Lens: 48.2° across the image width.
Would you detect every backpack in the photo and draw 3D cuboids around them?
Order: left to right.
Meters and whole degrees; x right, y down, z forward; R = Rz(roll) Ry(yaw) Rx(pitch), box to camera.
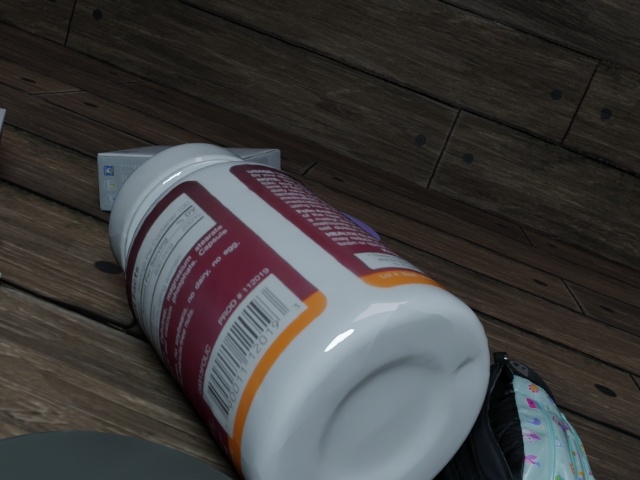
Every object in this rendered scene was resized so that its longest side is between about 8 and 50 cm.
[{"bbox_3d":[0.169,0.208,0.631,0.115,0.152,0.182,24,21,-5],"label":"backpack"}]

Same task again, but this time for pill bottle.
[{"bbox_3d":[-0.051,0.059,0.680,0.224,0.224,0.392,8,20,-38],"label":"pill bottle"}]

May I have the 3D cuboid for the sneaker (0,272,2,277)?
[{"bbox_3d":[-0.396,-0.006,0.735,0.169,0.071,0.068,28,17,20],"label":"sneaker"}]

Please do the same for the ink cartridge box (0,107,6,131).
[{"bbox_3d":[-0.555,-0.152,0.979,0.219,0.093,0.160,13,18,-25],"label":"ink cartridge box"}]

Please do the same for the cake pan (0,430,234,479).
[{"bbox_3d":[-0.124,0.207,0.404,0.293,0.054,0.293,20,16,-6],"label":"cake pan"}]

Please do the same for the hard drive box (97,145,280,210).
[{"bbox_3d":[-0.199,-0.097,1.123,0.232,0.089,0.181,4,13,16],"label":"hard drive box"}]

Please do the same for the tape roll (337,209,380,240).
[{"bbox_3d":[0.000,0.000,1.210,0.188,0.080,0.189,19,15,-5],"label":"tape roll"}]
